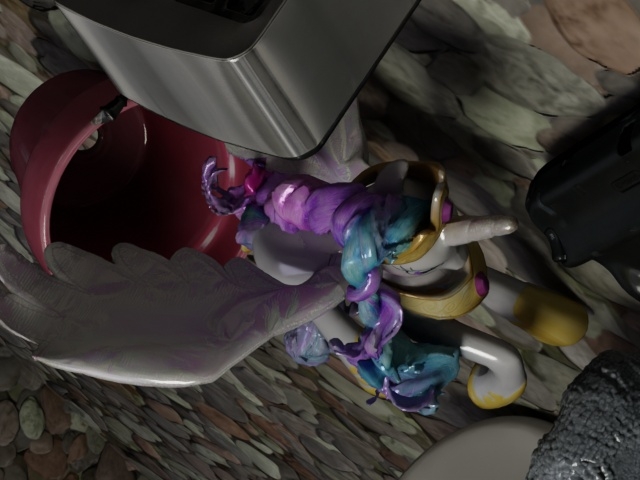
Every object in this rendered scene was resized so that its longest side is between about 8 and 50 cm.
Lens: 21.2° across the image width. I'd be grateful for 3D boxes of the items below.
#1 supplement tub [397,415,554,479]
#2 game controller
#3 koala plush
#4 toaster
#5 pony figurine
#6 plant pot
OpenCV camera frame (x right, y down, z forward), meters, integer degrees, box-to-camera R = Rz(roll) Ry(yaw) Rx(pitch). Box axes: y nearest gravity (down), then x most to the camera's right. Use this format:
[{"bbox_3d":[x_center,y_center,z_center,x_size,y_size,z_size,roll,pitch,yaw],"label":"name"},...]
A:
[{"bbox_3d":[0.216,0.337,1.604,0.228,0.228,0.316,14,150,48],"label":"supplement tub"},{"bbox_3d":[0.239,-0.021,1.010,0.166,0.067,0.319,24,163,-9],"label":"game controller"},{"bbox_3d":[0.278,0.194,1.225,0.221,0.196,0.203,31,153,36],"label":"koala plush"},{"bbox_3d":[-0.048,-0.144,1.001,0.168,0.185,0.110,23,161,36],"label":"toaster"},{"bbox_3d":[0.000,0.000,1.191,0.351,0.302,0.363,15,166,23],"label":"pony figurine"},{"bbox_3d":[-0.170,-0.057,1.432,0.201,0.201,0.180,51,172,-36],"label":"plant pot"}]
